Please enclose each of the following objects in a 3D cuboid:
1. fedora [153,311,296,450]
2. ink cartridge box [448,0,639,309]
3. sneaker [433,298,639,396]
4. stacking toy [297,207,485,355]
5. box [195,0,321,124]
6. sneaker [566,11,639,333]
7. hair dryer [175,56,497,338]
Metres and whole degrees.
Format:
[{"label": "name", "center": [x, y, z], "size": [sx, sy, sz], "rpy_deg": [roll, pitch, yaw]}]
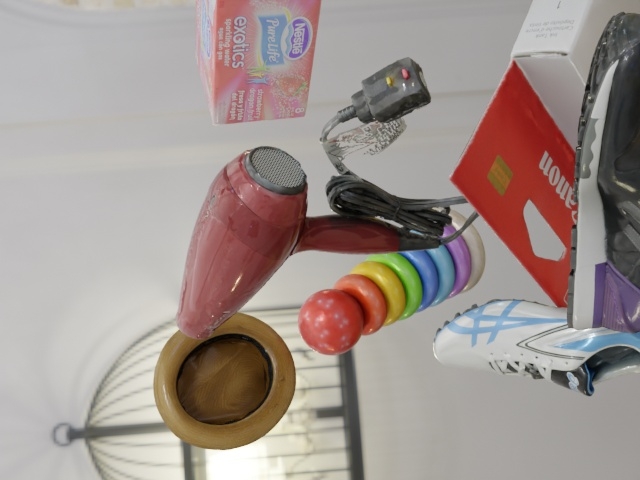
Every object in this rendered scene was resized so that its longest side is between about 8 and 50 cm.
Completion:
[{"label": "fedora", "center": [-0.131, 0.192, 1.251], "size": [0.079, 0.194, 0.194], "rpy_deg": [123, 145, -65]}, {"label": "ink cartridge box", "center": [0.261, -0.081, 0.862], "size": [0.296, 0.066, 0.261], "rpy_deg": [43, -115, -40]}, {"label": "sneaker", "center": [0.216, 0.105, 0.891], "size": [0.085, 0.237, 0.086], "rpy_deg": [52, -138, -44]}, {"label": "stacking toy", "center": [0.091, 0.064, 1.329], "size": [0.141, 0.330, 0.141], "rpy_deg": [22, 123, 37]}, {"label": "box", "center": [-0.088, -0.316, 1.258], "size": [0.300, 0.142, 0.154], "rpy_deg": [100, 158, -50]}, {"label": "sneaker", "center": [0.251, -0.040, 0.677], "size": [0.283, 0.124, 0.107], "rpy_deg": [76, -152, -45]}, {"label": "hair dryer", "center": [0.000, 0.000, 0.770], "size": [0.223, 0.293, 0.080], "rpy_deg": [54, -167, -45]}]
